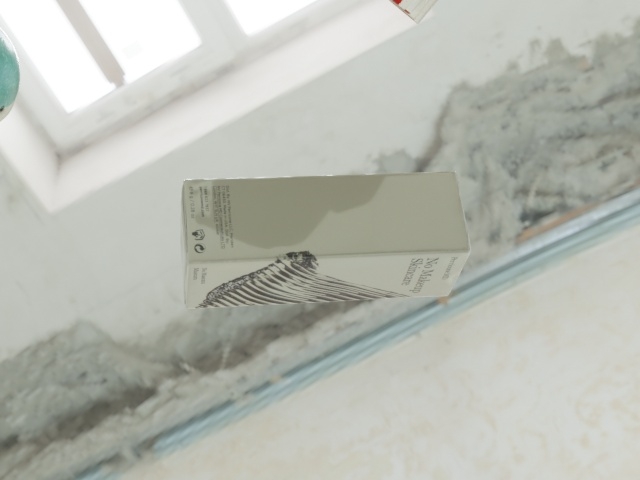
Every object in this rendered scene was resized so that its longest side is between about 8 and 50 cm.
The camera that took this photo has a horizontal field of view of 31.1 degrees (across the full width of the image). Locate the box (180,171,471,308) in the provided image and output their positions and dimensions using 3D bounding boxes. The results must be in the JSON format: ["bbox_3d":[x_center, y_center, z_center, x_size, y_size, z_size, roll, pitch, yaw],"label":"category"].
[{"bbox_3d":[0.000,0.000,1.137,0.275,0.113,0.094,-3,-117,-8],"label":"box"}]

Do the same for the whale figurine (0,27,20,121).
[{"bbox_3d":[-0.512,-0.253,1.475,0.141,0.272,0.216,-62,171,33],"label":"whale figurine"}]

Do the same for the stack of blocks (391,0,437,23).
[{"bbox_3d":[0.033,-0.287,0.994,0.087,0.171,0.297,-50,174,11],"label":"stack of blocks"}]
